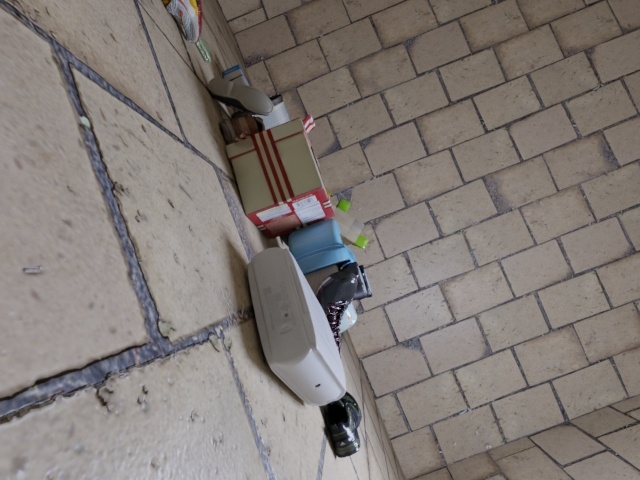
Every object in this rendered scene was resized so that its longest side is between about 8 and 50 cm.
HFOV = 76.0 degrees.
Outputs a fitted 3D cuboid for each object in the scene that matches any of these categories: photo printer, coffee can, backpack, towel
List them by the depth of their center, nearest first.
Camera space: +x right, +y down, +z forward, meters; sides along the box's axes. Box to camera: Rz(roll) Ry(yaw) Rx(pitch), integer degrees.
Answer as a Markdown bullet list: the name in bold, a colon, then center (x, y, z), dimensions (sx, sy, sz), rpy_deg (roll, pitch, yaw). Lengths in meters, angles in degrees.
- **photo printer**: center (-0.040, 0.195, 0.862), dimensions (0.308, 0.107, 0.256), rpy_deg (66, 2, -52)
- **towel**: center (-0.406, -0.676, 1.360), dimensions (0.148, 0.027, 0.110), rpy_deg (65, 5, -54)
- **backpack**: center (0.043, 0.253, 1.514), dimensions (0.188, 0.165, 0.145), rpy_deg (-114, 179, -59)
- **coffee can**: center (-0.189, -0.387, 1.571), dimensions (0.201, 0.201, 0.276), rpy_deg (-106, 174, -66)

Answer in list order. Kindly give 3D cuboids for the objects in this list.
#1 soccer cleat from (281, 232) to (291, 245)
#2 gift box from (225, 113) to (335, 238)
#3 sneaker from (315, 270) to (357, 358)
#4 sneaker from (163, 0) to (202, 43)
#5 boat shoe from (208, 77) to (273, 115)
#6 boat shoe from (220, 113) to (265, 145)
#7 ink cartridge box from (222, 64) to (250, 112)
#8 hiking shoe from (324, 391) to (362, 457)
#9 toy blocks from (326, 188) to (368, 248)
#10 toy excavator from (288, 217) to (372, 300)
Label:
- **soccer cleat**: center (-0.115, -0.066, 1.627), dimensions (0.318, 0.108, 0.117), rpy_deg (-113, -177, -46)
- **gift box**: center (-0.104, -0.191, 1.162), dimensions (0.276, 0.254, 0.258), rpy_deg (72, -1, -70)
- **sneaker**: center (0.037, 0.220, 1.044), dimensions (0.163, 0.106, 0.281), rpy_deg (-109, -147, -43)
- **sneaker**: center (-0.371, -0.636, 1.108), dimensions (0.225, 0.092, 0.088), rpy_deg (112, -22, -68)
- **boat shoe**: center (-0.242, -0.433, 1.260), dimensions (0.065, 0.206, 0.075), rpy_deg (131, -21, -75)
- **boat shoe**: center (-0.226, -0.339, 1.313), dimensions (0.324, 0.116, 0.123), rpy_deg (-102, 170, -76)
- **ink cartridge box**: center (-0.334, -0.615, 1.720), dimensions (0.148, 0.085, 0.203), rpy_deg (65, 5, -50)
- **hiking shoe**: center (0.058, 0.448, 1.077), dimensions (0.227, 0.086, 0.114), rpy_deg (-98, 170, -76)
- **toy blocks**: center (0.015, -0.084, 1.857), dimensions (0.381, 0.191, 0.261), rpy_deg (30, -13, -9)
- **toy excavator**: center (0.000, 0.000, 1.335), dimensions (0.433, 0.222, 0.446), rpy_deg (33, 40, -76)
